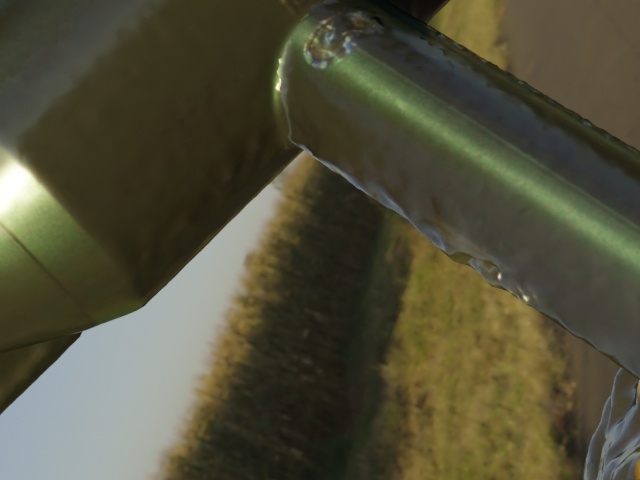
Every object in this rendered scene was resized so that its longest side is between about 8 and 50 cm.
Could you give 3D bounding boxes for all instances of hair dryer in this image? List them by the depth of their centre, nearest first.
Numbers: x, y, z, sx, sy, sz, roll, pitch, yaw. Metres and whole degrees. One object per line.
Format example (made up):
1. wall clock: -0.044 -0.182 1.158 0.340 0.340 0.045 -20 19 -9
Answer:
1. hair dryer: 0.000 0.000 0.371 0.244 0.302 0.116 -48 -32 -11

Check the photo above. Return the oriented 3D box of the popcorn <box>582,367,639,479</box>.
1. popcorn: 0.186 0.077 0.418 0.253 0.190 0.191 -57 45 43
